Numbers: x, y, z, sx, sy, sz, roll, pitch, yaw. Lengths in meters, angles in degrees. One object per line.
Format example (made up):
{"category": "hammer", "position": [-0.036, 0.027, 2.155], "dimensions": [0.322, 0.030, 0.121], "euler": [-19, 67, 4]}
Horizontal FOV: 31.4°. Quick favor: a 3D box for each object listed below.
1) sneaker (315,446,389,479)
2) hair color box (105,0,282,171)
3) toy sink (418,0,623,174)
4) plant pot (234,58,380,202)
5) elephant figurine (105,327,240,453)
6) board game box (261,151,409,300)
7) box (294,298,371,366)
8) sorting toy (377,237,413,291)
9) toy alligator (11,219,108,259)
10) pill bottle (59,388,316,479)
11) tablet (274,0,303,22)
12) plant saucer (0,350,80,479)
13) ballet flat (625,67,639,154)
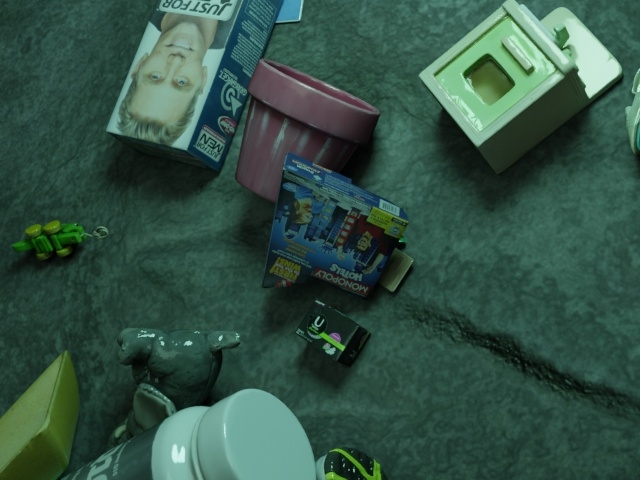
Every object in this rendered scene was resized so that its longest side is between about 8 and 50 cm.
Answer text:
{"category": "sneaker", "position": [0.064, 0.472, 1.493], "dimensions": [0.147, 0.145, 0.384], "euler": [-39, 59, 35]}
{"category": "hair color box", "position": [-0.197, -0.302, 1.852], "dimensions": [0.174, 0.105, 0.347], "euler": [14, 81, 30]}
{"category": "toy sink", "position": [0.284, -0.236, 1.607], "dimensions": [0.234, 0.131, 0.152], "euler": [-38, 63, 8]}
{"category": "plant pot", "position": [-0.035, -0.150, 1.697], "dimensions": [0.201, 0.201, 0.180], "euler": [30, 103, 29]}
{"category": "elephant figurine", "position": [-0.226, 0.251, 1.683], "dimensions": [0.169, 0.186, 0.239], "euler": [4, 84, -19]}
{"category": "board game box", "position": [0.000, 0.000, 1.643], "dimensions": [0.194, 0.060, 0.194], "euler": [24, 118, -7]}
{"category": "box", "position": [0.018, 0.134, 1.650], "dimensions": [0.083, 0.052, 0.062], "euler": [31, 88, 30]}
{"category": "sorting toy", "position": [0.108, 0.028, 1.666], "dimensions": [0.062, 0.012, 0.083], "euler": [34, 92, 34]}
{"category": "toy alligator", "position": [-0.426, -0.010, 1.896], "dimensions": [0.190, 0.056, 0.051], "euler": [-10, 29, 21]}
{"category": "pill bottle", "position": [-0.193, 0.346, 1.520], "dimensions": [0.361, 0.204, 0.204], "euler": [-32, 62, 29]}
{"category": "tablet", "position": [-0.067, -0.384, 1.881], "dimensions": [0.083, 0.006, 0.054], "euler": [1, 74, 23]}
{"category": "plant saucer", "position": [-0.474, 0.351, 1.699], "dimensions": [0.081, 0.333, 0.333], "euler": [42, 94, -15]}
{"category": "ballet flat", "position": [0.451, -0.191, 1.572], "dimensions": [0.052, 0.057, 0.168], "euler": [5, 70, 54]}
